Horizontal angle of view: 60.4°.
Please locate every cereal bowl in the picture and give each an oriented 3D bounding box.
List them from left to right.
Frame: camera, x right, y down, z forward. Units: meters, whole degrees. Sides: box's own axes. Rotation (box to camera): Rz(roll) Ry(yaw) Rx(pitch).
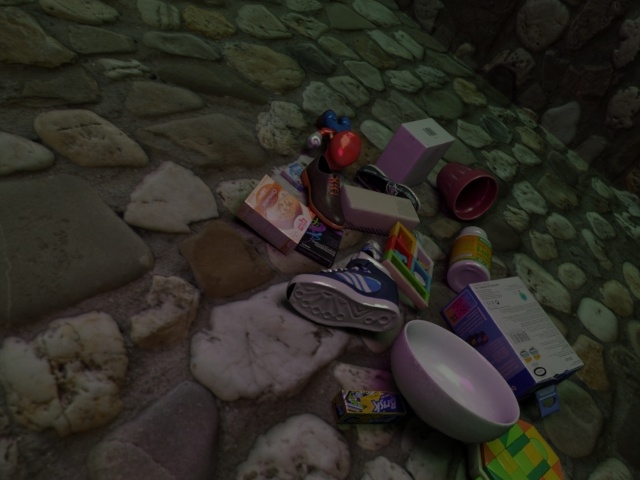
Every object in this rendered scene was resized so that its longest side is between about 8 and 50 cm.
[{"bbox_3d":[0.304,0.358,1.343,0.338,0.141,0.339,30,19,-12],"label":"cereal bowl"}]

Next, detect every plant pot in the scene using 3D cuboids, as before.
[{"bbox_3d":[0.549,-0.207,2.126,0.201,0.202,0.180,5,31,-32],"label":"plant pot"}]

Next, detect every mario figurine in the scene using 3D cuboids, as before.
[{"bbox_3d":[0.050,-0.343,1.978,0.197,0.170,0.321,-10,34,2],"label":"mario figurine"}]

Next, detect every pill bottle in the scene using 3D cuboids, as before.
[{"bbox_3d":[0.502,0.059,1.838,0.136,0.136,0.246,32,38,-4],"label":"pill bottle"}]

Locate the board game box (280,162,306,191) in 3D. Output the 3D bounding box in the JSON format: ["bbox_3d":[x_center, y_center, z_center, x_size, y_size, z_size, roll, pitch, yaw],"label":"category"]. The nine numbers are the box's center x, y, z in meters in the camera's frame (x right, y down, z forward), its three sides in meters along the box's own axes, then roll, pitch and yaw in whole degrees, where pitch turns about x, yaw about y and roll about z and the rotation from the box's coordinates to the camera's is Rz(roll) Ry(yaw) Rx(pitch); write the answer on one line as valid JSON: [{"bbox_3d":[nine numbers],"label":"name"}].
[{"bbox_3d":[-0.070,-0.208,1.793,0.090,0.020,0.090,41,38,8],"label":"board game box"}]

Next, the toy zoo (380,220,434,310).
[{"bbox_3d":[0.275,0.061,1.698,0.192,0.030,0.293,48,30,-14],"label":"toy zoo"}]

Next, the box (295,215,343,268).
[{"bbox_3d":[0.000,0.000,1.620,0.116,0.029,0.162,29,39,-8],"label":"box"}]

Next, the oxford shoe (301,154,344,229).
[{"bbox_3d":[0.019,-0.153,1.704,0.096,0.098,0.272,6,47,-39],"label":"oxford shoe"}]

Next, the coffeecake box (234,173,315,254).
[{"bbox_3d":[-0.124,-0.073,1.544,0.185,0.068,0.142,39,43,-9],"label":"coffeecake box"}]

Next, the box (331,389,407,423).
[{"bbox_3d":[0.115,0.387,1.277,0.168,0.054,0.059,10,44,-28],"label":"box"}]

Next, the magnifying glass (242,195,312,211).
[{"bbox_3d":[-0.126,-0.091,1.629,0.230,0.026,0.092,-1,51,-35],"label":"magnifying glass"}]

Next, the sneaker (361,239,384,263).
[{"bbox_3d":[0.178,0.062,1.678,0.135,0.052,0.058,42,51,14],"label":"sneaker"}]

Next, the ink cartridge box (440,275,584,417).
[{"bbox_3d":[0.579,0.312,1.619,0.269,0.151,0.396,-4,50,-38],"label":"ink cartridge box"}]

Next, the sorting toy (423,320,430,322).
[{"bbox_3d":[0.324,0.262,1.571,0.101,0.042,0.061,25,39,-13],"label":"sorting toy"}]

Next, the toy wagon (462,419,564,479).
[{"bbox_3d":[0.455,0.569,1.325,0.344,0.068,0.267,-13,58,-44],"label":"toy wagon"}]

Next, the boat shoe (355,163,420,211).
[{"bbox_3d":[0.234,-0.176,1.923,0.254,0.095,0.079,43,37,12],"label":"boat shoe"}]

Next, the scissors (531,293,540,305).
[{"bbox_3d":[0.767,0.294,1.880,0.108,0.021,0.297,1,47,-38],"label":"scissors"}]

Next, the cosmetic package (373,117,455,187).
[{"bbox_3d":[0.343,-0.319,2.047,0.138,0.225,0.224,47,39,19],"label":"cosmetic package"}]

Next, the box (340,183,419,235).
[{"bbox_3d":[0.180,-0.091,1.795,0.274,0.094,0.113,11,44,-27],"label":"box"}]

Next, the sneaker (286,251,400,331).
[{"bbox_3d":[0.059,0.112,1.485,0.322,0.130,0.236,17,31,-14],"label":"sneaker"}]
